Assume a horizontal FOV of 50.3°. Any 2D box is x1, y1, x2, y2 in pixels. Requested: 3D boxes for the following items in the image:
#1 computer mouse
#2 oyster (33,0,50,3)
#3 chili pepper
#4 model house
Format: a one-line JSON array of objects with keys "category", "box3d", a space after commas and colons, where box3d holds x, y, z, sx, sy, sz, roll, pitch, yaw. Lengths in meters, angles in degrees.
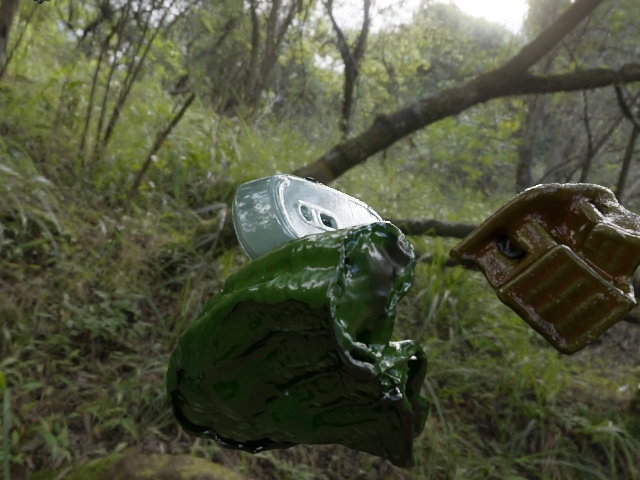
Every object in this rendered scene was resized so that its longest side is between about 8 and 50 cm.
[{"category": "computer mouse", "box3d": [-0.005, 0.003, 0.950, 0.288, 0.160, 0.097, 19, -48, -44]}, {"category": "oyster", "box3d": [-0.314, -0.322, 0.777, 0.100, 0.098, 0.037, 18, 31, 30]}, {"category": "chili pepper", "box3d": [-0.012, 0.097, 0.625, 0.213, 0.168, 0.385, 27, -29, -15]}, {"category": "model house", "box3d": [0.385, 0.036, 1.046, 0.173, 0.268, 0.239, 42, 11, -38]}]
